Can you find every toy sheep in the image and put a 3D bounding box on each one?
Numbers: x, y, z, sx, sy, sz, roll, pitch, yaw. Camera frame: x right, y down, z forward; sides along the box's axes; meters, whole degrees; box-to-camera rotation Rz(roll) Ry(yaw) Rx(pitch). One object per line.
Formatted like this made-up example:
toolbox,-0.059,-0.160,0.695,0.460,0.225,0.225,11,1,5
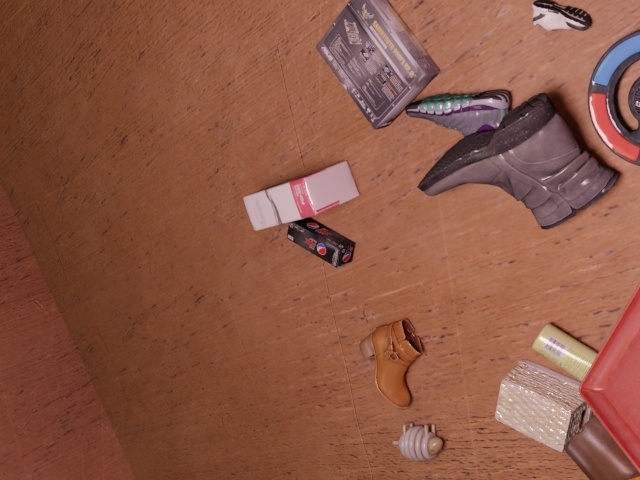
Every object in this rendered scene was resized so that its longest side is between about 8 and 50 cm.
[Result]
toy sheep,0.227,0.473,1.878,0.132,0.091,0.091,-8,101,40

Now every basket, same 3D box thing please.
basket,0.441,0.329,1.595,0.167,0.103,0.113,23,121,37

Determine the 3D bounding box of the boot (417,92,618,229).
boot,0.349,-0.101,1.475,0.223,0.118,0.338,47,143,-11

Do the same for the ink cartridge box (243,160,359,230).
ink cartridge box,-0.046,-0.101,1.844,0.217,0.158,0.092,-15,98,46

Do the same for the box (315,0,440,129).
box,0.112,-0.374,1.650,0.231,0.056,0.183,55,135,11

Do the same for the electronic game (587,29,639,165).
electronic game,0.544,-0.229,1.301,0.229,0.048,0.229,19,120,37

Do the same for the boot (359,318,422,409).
boot,0.185,0.285,1.850,0.152,0.073,0.197,-36,84,42

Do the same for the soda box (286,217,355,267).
soda box,0.000,0.000,1.913,0.169,0.060,0.053,31,125,32

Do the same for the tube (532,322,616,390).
tube,0.520,0.247,1.525,0.240,0.062,0.070,34,171,22

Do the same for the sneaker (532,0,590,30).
sneaker,0.412,-0.378,1.378,0.109,0.040,0.044,33,144,34

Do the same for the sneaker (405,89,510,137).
sneaker,0.262,-0.230,1.551,0.223,0.083,0.098,5,115,42

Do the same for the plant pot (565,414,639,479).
plant pot,0.557,0.406,1.485,0.165,0.167,0.167,46,133,30

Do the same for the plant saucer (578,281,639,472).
plant saucer,0.570,0.234,1.358,0.258,0.047,0.259,-114,41,-60

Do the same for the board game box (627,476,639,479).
board game box,0.623,0.557,1.128,0.356,0.356,0.356,42,134,-10
